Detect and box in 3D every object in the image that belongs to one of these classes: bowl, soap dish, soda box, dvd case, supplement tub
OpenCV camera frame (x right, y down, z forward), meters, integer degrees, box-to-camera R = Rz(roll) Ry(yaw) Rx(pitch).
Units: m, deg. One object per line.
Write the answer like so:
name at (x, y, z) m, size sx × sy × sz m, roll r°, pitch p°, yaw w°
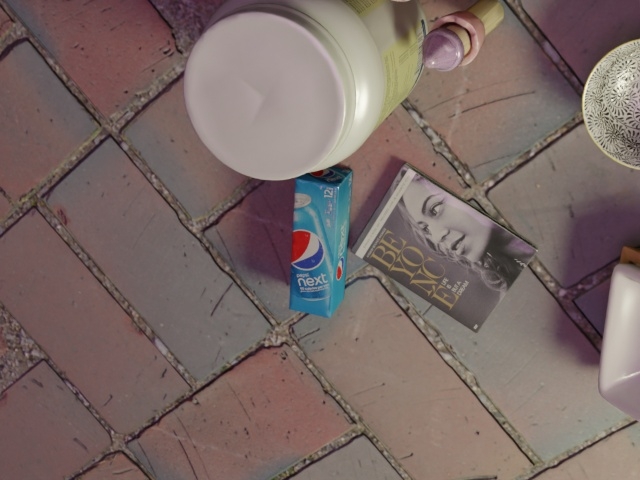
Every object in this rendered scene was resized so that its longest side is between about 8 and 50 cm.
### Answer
bowl at (0.415, -0.178, 1.478) m, size 0.170 × 0.080 × 0.170 m, roll 8°, pitch 114°, yaw 17°
soap dish at (0.493, 0.154, 1.507) m, size 0.291 × 0.118 × 0.229 m, roll 32°, pitch 128°, yaw 51°
soda box at (0.000, 0.000, 1.717) m, size 0.067 × 0.071 × 0.210 m, roll 10°, pitch 116°, yaw 16°
dvd case at (0.172, 0.013, 1.689) m, size 0.221 × 0.018 × 0.164 m, roll 33°, pitch 120°, yaw 4°
supplement tub at (-0.013, -0.221, 1.478) m, size 0.235 × 0.325 × 0.235 m, roll 8°, pitch 115°, yaw 17°

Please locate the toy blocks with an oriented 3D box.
toy blocks at (0.168, -0.368, 1.356) m, size 0.288 × 0.260 × 0.309 m, roll -22°, pitch 104°, yaw 41°
